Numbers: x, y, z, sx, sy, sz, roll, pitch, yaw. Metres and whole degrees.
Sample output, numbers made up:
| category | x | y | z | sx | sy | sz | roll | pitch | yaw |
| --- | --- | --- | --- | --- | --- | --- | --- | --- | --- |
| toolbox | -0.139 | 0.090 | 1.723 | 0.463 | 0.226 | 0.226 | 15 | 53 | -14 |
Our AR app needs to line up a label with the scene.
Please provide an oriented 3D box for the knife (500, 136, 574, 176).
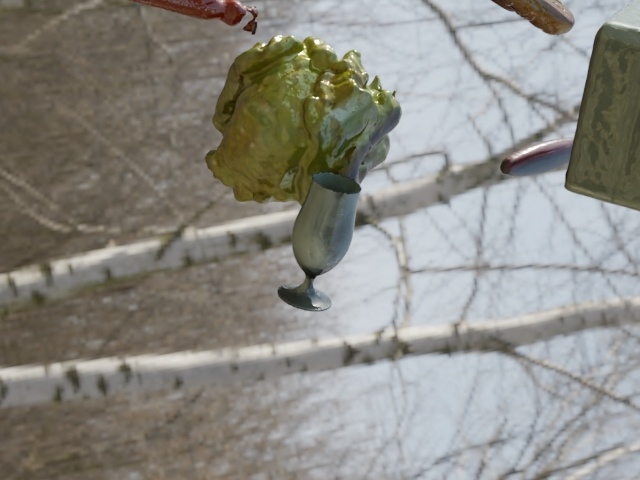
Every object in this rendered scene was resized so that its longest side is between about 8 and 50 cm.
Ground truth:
| category | x | y | z | sx | sy | sz | roll | pitch | yaw |
| --- | --- | --- | --- | --- | --- | --- | --- | --- | --- |
| knife | 0.236 | -0.078 | 1.137 | 0.018 | 0.247 | 0.035 | 33 | -59 | 37 |

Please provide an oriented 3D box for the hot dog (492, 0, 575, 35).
| category | x | y | z | sx | sy | sz | roll | pitch | yaw |
| --- | --- | --- | --- | --- | --- | --- | --- | --- | --- |
| hot dog | 0.220 | -0.312 | 1.572 | 0.047 | 0.215 | 0.066 | -45 | -149 | 32 |

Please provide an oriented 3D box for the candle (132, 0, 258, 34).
| category | x | y | z | sx | sy | sz | roll | pitch | yaw |
| --- | --- | --- | --- | --- | --- | --- | --- | --- | --- |
| candle | -0.255 | -0.392 | 2.052 | 0.051 | 0.329 | 0.048 | -118 | -136 | -59 |

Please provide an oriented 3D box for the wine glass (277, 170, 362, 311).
| category | x | y | z | sx | sy | sz | roll | pitch | yaw |
| --- | --- | --- | --- | --- | --- | --- | --- | --- | --- |
| wine glass | 0.000 | 0.000 | 1.962 | 0.093 | 0.093 | 0.202 | 51 | -51 | 57 |

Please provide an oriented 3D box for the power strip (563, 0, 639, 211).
| category | x | y | z | sx | sy | sz | roll | pitch | yaw |
| --- | --- | --- | --- | --- | --- | --- | --- | --- | --- |
| power strip | 0.318 | -0.086 | 0.973 | 0.224 | 0.139 | 0.140 | 19 | -63 | 21 |

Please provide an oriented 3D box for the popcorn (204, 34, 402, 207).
| category | x | y | z | sx | sy | sz | roll | pitch | yaw |
| --- | --- | --- | --- | --- | --- | --- | --- | --- | --- |
| popcorn | -0.037 | -0.187 | 2.105 | 0.312 | 0.312 | 0.312 | 170 | -90 | -72 |
